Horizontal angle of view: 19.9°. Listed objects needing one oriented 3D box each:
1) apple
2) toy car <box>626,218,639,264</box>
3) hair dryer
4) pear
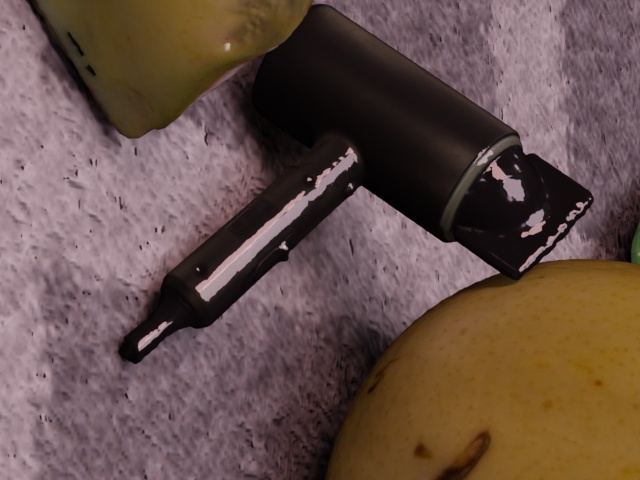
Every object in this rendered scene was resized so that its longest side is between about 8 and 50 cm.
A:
[{"bbox_3d":[-0.079,-0.206,0.917,0.265,0.193,0.120,60,32,-17],"label":"apple"},{"bbox_3d":[0.365,0.107,1.381,0.213,0.176,0.358,-45,115,-47],"label":"toy car"},{"bbox_3d":[0.000,0.000,0.997,0.248,0.196,0.078,-43,155,-24],"label":"hair dryer"},{"bbox_3d":[0.159,0.158,1.028,0.309,0.309,0.309,17,68,-48],"label":"pear"}]
